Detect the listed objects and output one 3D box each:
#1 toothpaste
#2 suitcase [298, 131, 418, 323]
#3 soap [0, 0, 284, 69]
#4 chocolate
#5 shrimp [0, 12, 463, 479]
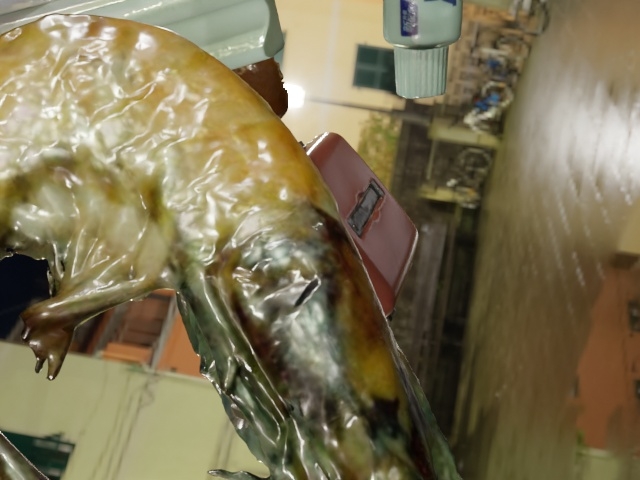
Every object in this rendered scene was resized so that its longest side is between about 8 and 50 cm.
[{"bbox_3d":[0.059,-0.229,0.566,0.048,0.074,0.297,31,129,51],"label":"toothpaste"},{"bbox_3d":[0.000,0.000,1.268,0.161,0.236,0.297,-37,8,22],"label":"suitcase"},{"bbox_3d":[-0.191,-0.208,0.955,0.173,0.289,0.095,-117,12,-53],"label":"soap"},{"bbox_3d":[-0.107,-0.241,1.547,0.127,0.133,0.124,-43,-8,-14],"label":"chocolate"},{"bbox_3d":[-0.074,0.078,0.497,0.272,0.445,0.085,-32,-11,-20],"label":"shrimp"}]
